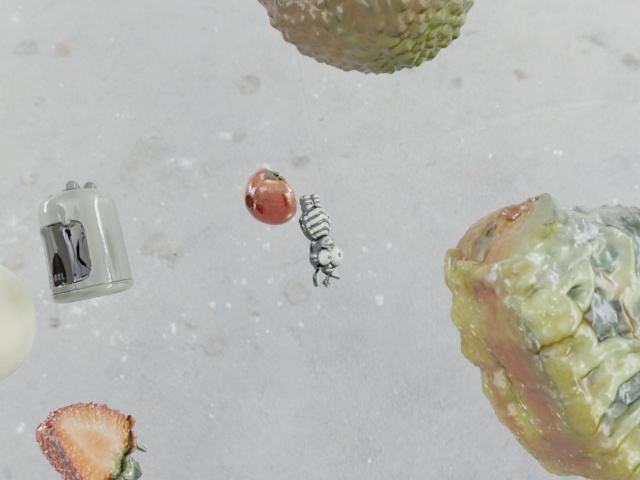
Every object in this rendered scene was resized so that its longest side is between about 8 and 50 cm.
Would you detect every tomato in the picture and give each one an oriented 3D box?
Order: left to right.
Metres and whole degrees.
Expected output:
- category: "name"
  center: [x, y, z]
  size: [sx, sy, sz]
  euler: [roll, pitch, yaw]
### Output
- category: "tomato"
  center: [-0.141, -0.104, 1.689]
  size: [0.159, 0.139, 0.091]
  euler: [34, 44, 26]

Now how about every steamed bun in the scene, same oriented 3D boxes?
- category: "steamed bun"
  center: [-0.828, 0.194, 1.567]
  size: [0.206, 0.324, 0.324]
  euler: [-21, 55, 24]

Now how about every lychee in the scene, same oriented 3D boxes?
- category: "lychee"
  center: [0.023, -0.141, 0.328]
  size: [0.114, 0.146, 0.114]
  euler: [-7, 74, 24]

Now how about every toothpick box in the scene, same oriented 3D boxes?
- category: "toothpick box"
  center: [-0.619, -0.005, 1.744]
  size: [0.229, 0.229, 0.316]
  euler: [-12, 87, 0]

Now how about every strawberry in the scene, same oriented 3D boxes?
- category: "strawberry"
  center: [-0.491, 0.431, 1.377]
  size: [0.106, 0.286, 0.188]
  euler: [-10, 47, 24]

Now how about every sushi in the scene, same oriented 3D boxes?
- category: "sushi"
  center: [0.227, 0.089, 0.554]
  size: [0.184, 0.139, 0.274]
  euler: [-26, 92, -24]

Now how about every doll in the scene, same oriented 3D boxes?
- category: "doll"
  center: [0.000, 0.000, 1.518]
  size: [0.067, 0.091, 0.219]
  euler: [-14, 88, 41]
